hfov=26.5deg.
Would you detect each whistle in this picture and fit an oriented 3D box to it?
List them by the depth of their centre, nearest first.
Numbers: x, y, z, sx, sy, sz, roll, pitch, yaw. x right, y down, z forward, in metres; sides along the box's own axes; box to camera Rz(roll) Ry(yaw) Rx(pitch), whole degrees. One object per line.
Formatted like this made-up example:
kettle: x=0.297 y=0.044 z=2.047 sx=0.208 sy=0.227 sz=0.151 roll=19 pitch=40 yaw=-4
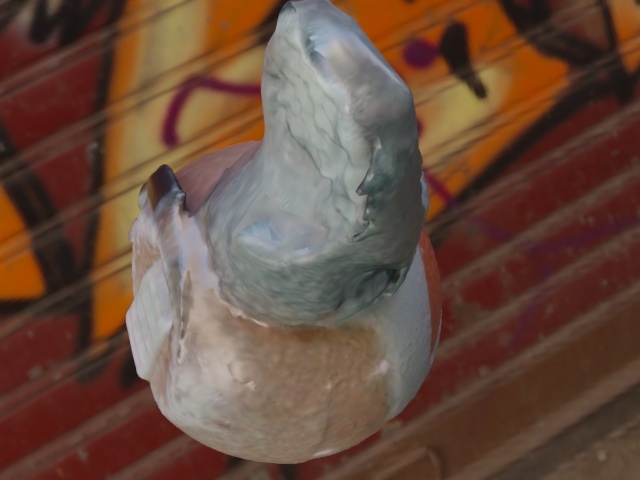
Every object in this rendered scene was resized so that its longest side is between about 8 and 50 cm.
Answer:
whistle: x=0.000 y=0.000 z=0.694 sx=0.189 sy=0.189 sz=0.348 roll=-38 pitch=-14 yaw=-28
